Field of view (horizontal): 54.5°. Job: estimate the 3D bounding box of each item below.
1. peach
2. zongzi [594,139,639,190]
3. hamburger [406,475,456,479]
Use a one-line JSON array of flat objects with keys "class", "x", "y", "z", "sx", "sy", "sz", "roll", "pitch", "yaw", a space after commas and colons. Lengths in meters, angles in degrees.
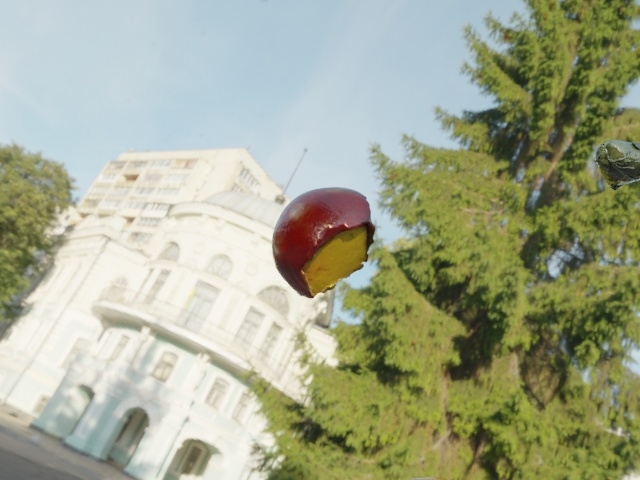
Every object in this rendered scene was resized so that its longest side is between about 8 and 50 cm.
[{"class": "peach", "x": -0.007, "y": -0.002, "z": 0.802, "sx": 0.118, "sy": 0.151, "sz": 0.151, "roll": 11, "pitch": -14, "yaw": -28}, {"class": "zongzi", "x": 0.459, "y": -0.122, "z": 0.888, "sx": 0.119, "sy": 0.055, "sz": 0.109, "roll": -16, "pitch": -22, "yaw": 30}, {"class": "hamburger", "x": 0.153, "y": 0.522, "z": 0.947, "sx": 0.304, "sy": 0.174, "sz": 0.284, "roll": -38, "pitch": -102, "yaw": 32}]
